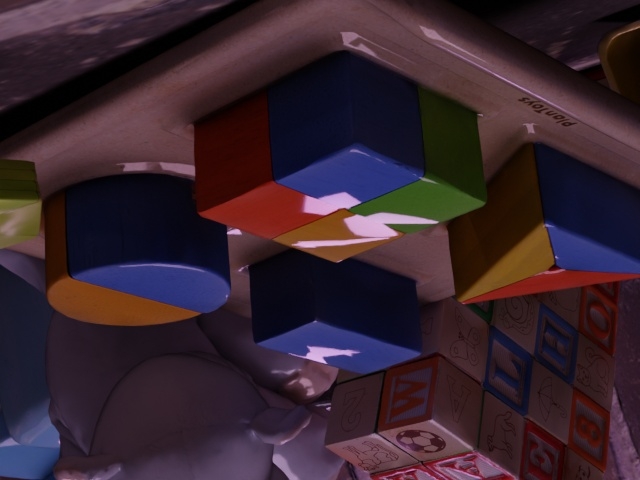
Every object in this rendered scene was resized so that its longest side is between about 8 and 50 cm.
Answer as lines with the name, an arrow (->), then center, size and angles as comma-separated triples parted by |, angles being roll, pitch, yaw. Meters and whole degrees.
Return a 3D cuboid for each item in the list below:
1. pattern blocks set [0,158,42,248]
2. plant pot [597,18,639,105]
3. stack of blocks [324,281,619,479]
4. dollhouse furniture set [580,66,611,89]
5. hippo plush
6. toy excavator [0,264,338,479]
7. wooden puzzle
pattern blocks set -> -0.246, 0.011, 0.618 | 0.286, 0.026, 0.325 | -12, 165, -7
plant pot -> 0.332, -0.086, 1.089 | 0.212, 0.212, 0.187 | -18, -171, 26
stack of blocks -> 0.113, 0.032, 1.099 | 0.087, 0.297, 0.171 | -20, 136, 40
dollhouse furniture set -> 0.225, -0.074, 1.473 | 0.201, 0.152, 0.374 | -17, 160, 19
hippo plush -> -0.066, 0.117, 1.050 | 0.234, 0.294, 0.236 | -15, -166, -18
toy excavator -> -0.254, 0.118, 1.357 | 0.445, 0.222, 0.433 | 15, 135, -43
wooden puzzle -> 0.007, -0.005, 0.836 | 0.348, 0.080, 0.322 | -17, 156, 39
